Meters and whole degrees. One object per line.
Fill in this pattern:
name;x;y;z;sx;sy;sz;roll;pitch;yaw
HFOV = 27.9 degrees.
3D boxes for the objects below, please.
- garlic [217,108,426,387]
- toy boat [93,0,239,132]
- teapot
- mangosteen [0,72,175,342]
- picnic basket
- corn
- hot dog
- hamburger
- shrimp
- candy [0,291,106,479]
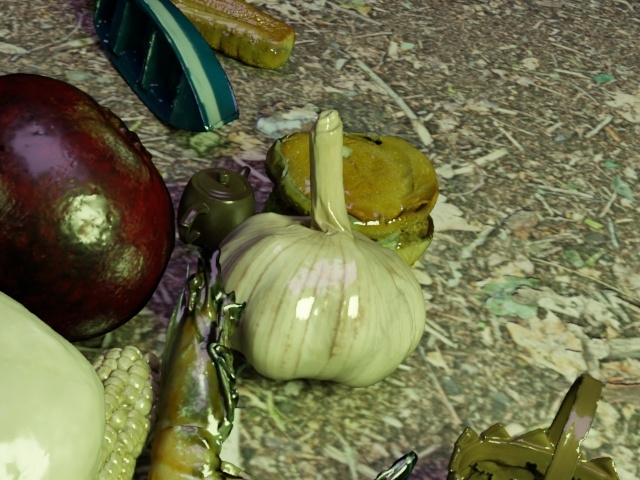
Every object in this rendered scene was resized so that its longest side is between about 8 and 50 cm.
garlic;0.000;0.000;1.080;0.199;0.226;0.199;8;14;-2
toy boat;-0.173;-0.205;1.456;0.062;0.096;0.299;-2;37;-36
teapot;-0.102;-0.035;1.246;0.076;0.068;0.121;25;35;18
mangosteen;-0.249;0.000;1.056;0.261;0.235;0.235;-44;51;-1
picnic basket;0.160;0.176;0.924;0.138;0.178;0.128;18;33;7
corn;-0.164;0.141;0.953;0.087;0.087;0.211;17;35;7
hot dog;-0.165;-0.283;1.596;0.289;0.068;0.083;25;58;10
hamburger;0.023;-0.029;1.255;0.177;0.113;0.185;27;43;11
shrimp;-0.028;0.123;0.961;0.198;0.051;0.262;1;64;-3
candy;-0.281;0.135;0.792;0.295;0.185;0.295;-11;49;13
